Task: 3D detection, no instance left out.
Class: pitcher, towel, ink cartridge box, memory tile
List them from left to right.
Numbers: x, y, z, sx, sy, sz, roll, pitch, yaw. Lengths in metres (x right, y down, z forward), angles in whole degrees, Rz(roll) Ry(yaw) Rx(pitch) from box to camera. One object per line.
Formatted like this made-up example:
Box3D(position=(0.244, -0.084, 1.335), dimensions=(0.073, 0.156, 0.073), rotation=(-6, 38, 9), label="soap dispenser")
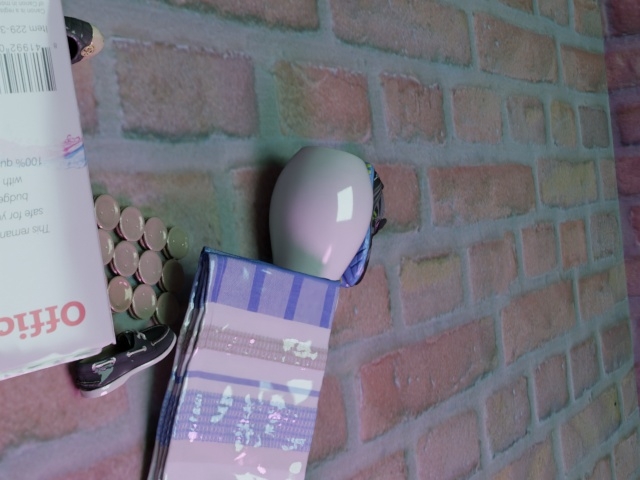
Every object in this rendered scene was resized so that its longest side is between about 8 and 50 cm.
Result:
Box3D(position=(-0.291, -0.051, 0.675), dimensions=(0.226, 0.131, 0.306), rotation=(-11, 97, -43), label="ink cartridge box")
Box3D(position=(-0.189, 0.023, 0.982), dimensions=(0.148, 0.012, 0.113), rotation=(29, 62, -54), label="memory tile")
Box3D(position=(-0.075, 0.163, 1.040), dimensions=(0.209, 0.034, 0.284), rotation=(17, 82, -41), label="towel")
Box3D(position=(0.000, 0.000, 1.205), dimensions=(0.178, 0.126, 0.207), rotation=(36, 65, -70), label="pitcher")

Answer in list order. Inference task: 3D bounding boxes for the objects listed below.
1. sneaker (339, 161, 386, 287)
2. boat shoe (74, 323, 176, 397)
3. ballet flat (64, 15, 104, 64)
Box3D(position=(0.060, -0.019, 1.337), dimensions=(0.078, 0.067, 0.188), rotation=(39, 50, -42), label="sneaker")
Box3D(position=(-0.190, 0.108, 0.940), dimensions=(0.125, 0.046, 0.038), rotation=(-33, 119, -46), label="boat shoe")
Box3D(position=(-0.258, -0.164, 0.849), dimensions=(0.049, 0.057, 0.173), rotation=(44, 35, 19), label="ballet flat")
